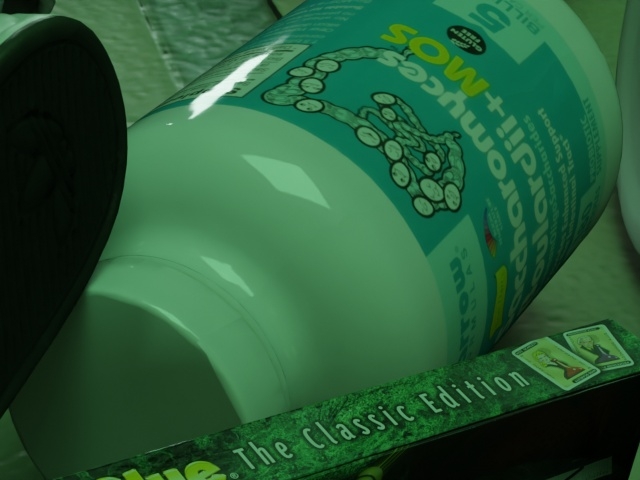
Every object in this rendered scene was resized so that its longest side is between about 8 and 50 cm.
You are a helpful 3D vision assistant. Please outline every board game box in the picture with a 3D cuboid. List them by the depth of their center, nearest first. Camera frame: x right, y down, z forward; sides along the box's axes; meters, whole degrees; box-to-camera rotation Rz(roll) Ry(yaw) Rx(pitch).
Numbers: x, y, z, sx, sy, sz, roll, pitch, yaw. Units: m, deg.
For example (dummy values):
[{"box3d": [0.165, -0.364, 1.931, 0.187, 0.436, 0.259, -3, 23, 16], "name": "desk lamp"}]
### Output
[{"box3d": [-0.022, 0.108, 0.550, 0.259, 0.136, 0.030, -12, 42, -34], "name": "board game box"}]

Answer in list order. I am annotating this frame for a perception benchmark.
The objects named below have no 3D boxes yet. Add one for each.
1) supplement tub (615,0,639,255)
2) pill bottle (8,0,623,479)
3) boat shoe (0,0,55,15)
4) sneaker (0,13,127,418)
[{"box3d": [0.301, -0.059, 0.851, 0.316, 0.194, 0.193, 6, 34, -10], "name": "supplement tub"}, {"box3d": [0.000, 0.000, 0.708, 0.146, 0.146, 0.264, 24, 36, 17], "name": "pill bottle"}, {"box3d": [-0.164, -0.087, 0.755, 0.135, 0.156, 0.367, -14, 10, 2], "name": "boat shoe"}, {"box3d": [-0.197, 0.033, 0.538, 0.178, 0.124, 0.295, 7, 42, 28], "name": "sneaker"}]
